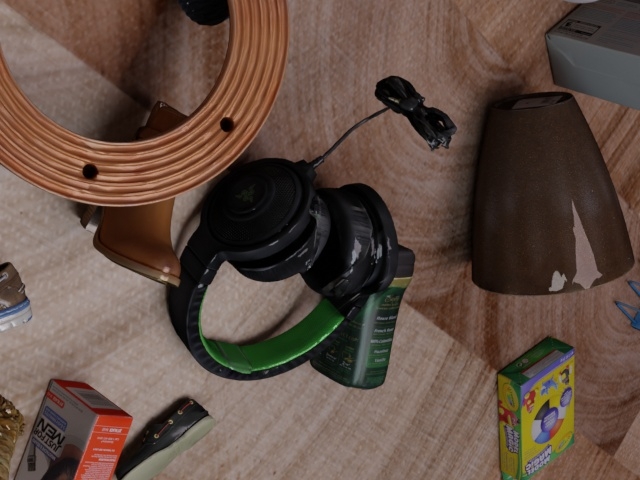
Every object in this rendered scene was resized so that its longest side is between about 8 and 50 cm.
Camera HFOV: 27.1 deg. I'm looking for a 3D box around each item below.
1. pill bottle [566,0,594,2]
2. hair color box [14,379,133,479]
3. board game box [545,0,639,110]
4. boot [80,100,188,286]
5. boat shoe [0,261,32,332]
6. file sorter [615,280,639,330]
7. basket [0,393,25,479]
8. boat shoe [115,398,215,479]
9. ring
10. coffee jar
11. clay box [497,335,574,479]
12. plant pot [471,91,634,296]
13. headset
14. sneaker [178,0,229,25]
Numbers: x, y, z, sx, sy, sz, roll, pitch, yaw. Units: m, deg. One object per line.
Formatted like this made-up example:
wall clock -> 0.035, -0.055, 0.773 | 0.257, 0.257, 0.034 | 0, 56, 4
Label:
pill bottle -> 0.366, -0.453, 1.616 | 0.323, 0.181, 0.181 | -48, 136, -17
hair color box -> -0.266, 0.240, 1.387 | 0.053, 0.093, 0.167 | 13, 99, -47
board game box -> 0.487, -0.298, 1.786 | 0.303, 0.224, 0.097 | -40, 132, -24
boot -> -0.158, -0.050, 1.276 | 0.073, 0.197, 0.152 | 29, 96, -38
boat shoe -> -0.361, 0.067, 1.233 | 0.183, 0.066, 0.066 | -21, 107, -36
file sorter -> 0.574, 0.069, 2.140 | 0.104, 0.118, 0.170 | 40, 79, -45
basket -> -0.433, 0.221, 1.158 | 0.299, 0.223, 0.213 | -45, 104, 1
boat shoe -> -0.181, 0.231, 1.510 | 0.133, 0.042, 0.049 | -37, 157, -26
ring -> -0.186, -0.199, 1.203 | 0.336, 0.032, 0.337 | -2, 95, -26
coffee jar -> 0.053, 0.082, 1.630 | 0.079, 0.096, 0.184 | -1, 111, -45
clay box -> 0.333, 0.272, 2.043 | 0.127, 0.053, 0.222 | -30, 128, -32
plant pot -> 0.291, -0.071, 1.737 | 0.215, 0.215, 0.230 | -21, 109, -38
headset -> 0.000, 0.000, 1.459 | 0.243, 0.185, 0.394 | 15, 111, -43
sneaker -> -0.123, -0.315, 1.289 | 0.082, 0.069, 0.209 | -66, 145, -58
